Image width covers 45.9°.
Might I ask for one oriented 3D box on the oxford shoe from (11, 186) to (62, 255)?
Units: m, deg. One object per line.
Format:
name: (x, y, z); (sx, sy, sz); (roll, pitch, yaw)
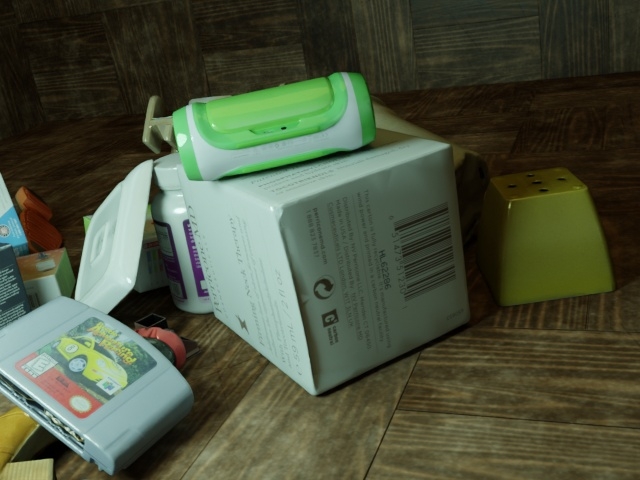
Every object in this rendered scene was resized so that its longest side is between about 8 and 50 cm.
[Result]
oxford shoe: (-0.793, -0.016, 2.036); (0.133, 0.130, 0.363); (-44, 33, 1)

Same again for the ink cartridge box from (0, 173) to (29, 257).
ink cartridge box: (-0.839, 0.003, 1.748); (0.270, 0.198, 0.197); (-20, -17, -25)

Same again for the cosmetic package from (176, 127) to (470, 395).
cosmetic package: (0.000, 0.000, 1.314); (0.328, 0.329, 0.394); (-22, 24, -25)

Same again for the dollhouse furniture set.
dollhouse furniture set: (-0.199, -0.303, 1.997); (0.362, 0.256, 0.394); (-2, -20, 20)

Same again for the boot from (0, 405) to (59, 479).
boot: (-0.486, 0.286, 1.082); (0.211, 0.104, 0.295); (-4, 28, -14)

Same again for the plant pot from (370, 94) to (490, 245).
plant pot: (0.177, -0.118, 1.616); (0.306, 0.333, 0.334); (23, 37, 36)

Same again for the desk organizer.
desk organizer: (-0.280, 0.176, 1.369); (0.130, 0.050, 0.047); (11, 30, 43)

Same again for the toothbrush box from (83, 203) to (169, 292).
toothbrush box: (-0.383, 0.007, 1.717); (0.206, 0.122, 0.283); (-14, 22, -35)

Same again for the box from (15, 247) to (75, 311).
box: (-0.625, 0.096, 1.664); (0.130, 0.090, 0.170); (-12, 22, -7)

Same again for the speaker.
speaker: (-0.070, -0.176, 1.171); (0.297, 0.131, 0.131); (-12, 21, -3)

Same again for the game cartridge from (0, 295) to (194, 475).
game cartridge: (-0.343, 0.198, 1.116); (0.294, 0.060, 0.196); (31, 33, 17)

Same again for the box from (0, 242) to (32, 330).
box: (-0.669, 0.108, 1.490); (0.153, 0.207, 0.108); (6, 26, 35)

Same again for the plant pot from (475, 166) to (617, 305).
plant pot: (0.402, -0.020, 1.389); (0.212, 0.187, 0.212); (-9, 21, 3)

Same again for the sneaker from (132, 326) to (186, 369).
sneaker: (-0.369, 0.210, 1.255); (0.276, 0.097, 0.135); (-4, 20, 9)

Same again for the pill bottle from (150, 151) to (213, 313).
pill bottle: (-0.241, -0.021, 1.505); (0.169, 0.301, 0.169); (-7, 22, 3)

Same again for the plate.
plate: (-0.407, 0.011, 1.450); (0.045, 0.277, 0.278); (19, -34, -29)
